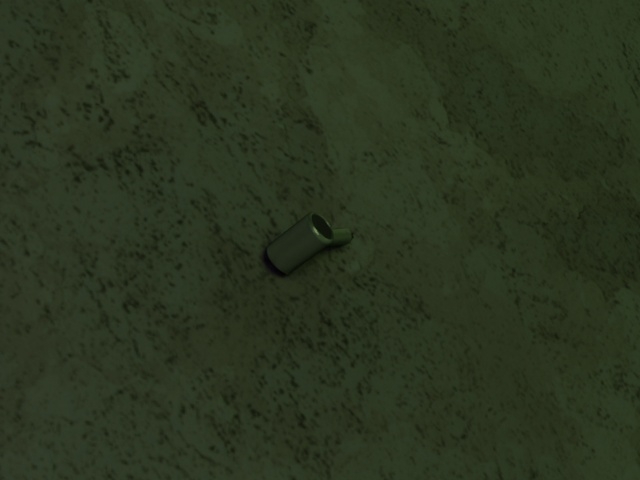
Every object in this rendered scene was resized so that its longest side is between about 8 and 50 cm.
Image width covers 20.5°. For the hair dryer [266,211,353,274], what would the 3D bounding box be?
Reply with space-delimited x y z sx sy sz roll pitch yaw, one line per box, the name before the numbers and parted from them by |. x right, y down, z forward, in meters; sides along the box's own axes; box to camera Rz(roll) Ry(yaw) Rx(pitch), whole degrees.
hair dryer | 0.000 0.000 1.794 0.038 0.063 0.124 60 26 12
